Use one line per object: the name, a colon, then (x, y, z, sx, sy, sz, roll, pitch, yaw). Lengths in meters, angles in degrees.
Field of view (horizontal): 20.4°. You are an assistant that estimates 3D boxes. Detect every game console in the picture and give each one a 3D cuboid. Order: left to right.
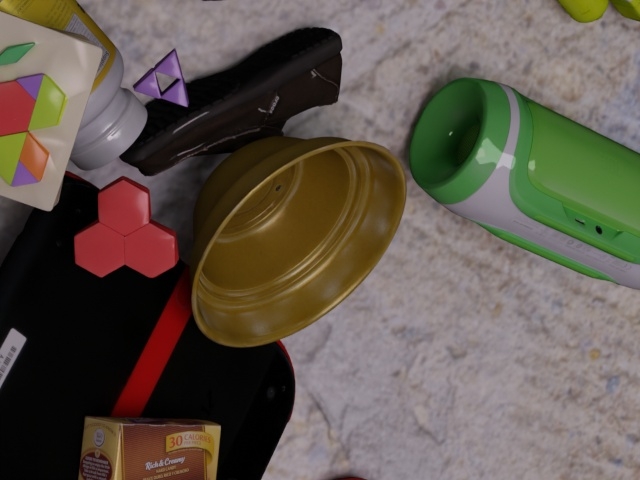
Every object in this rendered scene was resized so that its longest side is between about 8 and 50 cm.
game console: (-0.192, 0.186, 1.460, 0.342, 0.060, 0.387, 42, 64, -38)

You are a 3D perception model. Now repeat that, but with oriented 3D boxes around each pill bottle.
pill bottle: (-0.221, -0.144, 1.397, 0.103, 0.103, 0.184, -45, 121, -8)

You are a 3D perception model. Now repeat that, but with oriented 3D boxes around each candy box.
candy box: (-0.144, 0.237, 1.434, 0.109, 0.053, 0.187, 6, 87, -44)

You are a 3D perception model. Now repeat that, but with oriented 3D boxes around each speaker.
speaker: (0.229, -0.047, 1.653, 0.296, 0.131, 0.131, 22, 95, -31)

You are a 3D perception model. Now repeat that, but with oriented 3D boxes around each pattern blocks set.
pattern blocks set: (-0.260, -0.104, 1.318, 0.324, 0.026, 0.285, 5, 107, 1)

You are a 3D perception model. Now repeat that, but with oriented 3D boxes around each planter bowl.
planter bowl: (-0.039, -0.021, 1.491, 0.217, 0.090, 0.217, -27, 144, -22)

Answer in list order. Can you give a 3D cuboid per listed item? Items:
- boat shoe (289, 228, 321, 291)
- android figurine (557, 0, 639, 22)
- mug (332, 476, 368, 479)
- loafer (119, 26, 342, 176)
boat shoe: (0.000, 0.000, 1.592, 0.040, 0.049, 0.142, 26, 90, -32)
android figurine: (0.303, -0.312, 1.648, 0.273, 0.056, 0.248, 42, 84, -31)
mug: (0.004, 0.315, 1.679, 0.169, 0.150, 0.113, -7, 145, -22)
loafer: (-0.066, -0.103, 1.504, 0.220, 0.080, 0.078, -28, 116, -18)
